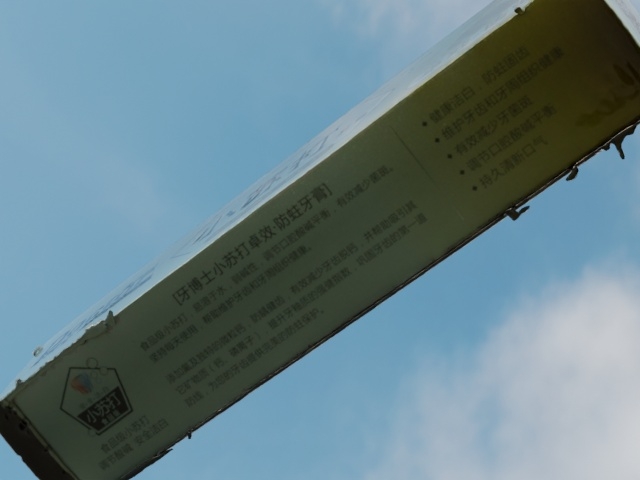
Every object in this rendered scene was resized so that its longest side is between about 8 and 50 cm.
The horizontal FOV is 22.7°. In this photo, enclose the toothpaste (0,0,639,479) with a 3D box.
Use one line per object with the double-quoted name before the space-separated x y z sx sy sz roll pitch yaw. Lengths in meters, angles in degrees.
"toothpaste" 0.000 0.000 0.664 0.313 0.089 0.071 -36 -80 19
